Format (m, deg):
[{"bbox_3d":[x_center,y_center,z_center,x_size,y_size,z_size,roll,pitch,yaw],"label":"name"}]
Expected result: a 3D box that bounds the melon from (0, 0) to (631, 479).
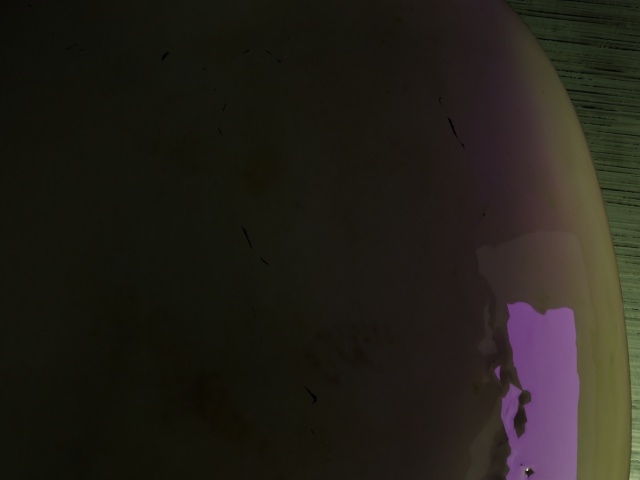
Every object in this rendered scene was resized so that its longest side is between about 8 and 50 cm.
[{"bbox_3d":[-0.028,0.068,0.500,0.223,0.223,0.317,141,-45,-88],"label":"melon"}]
